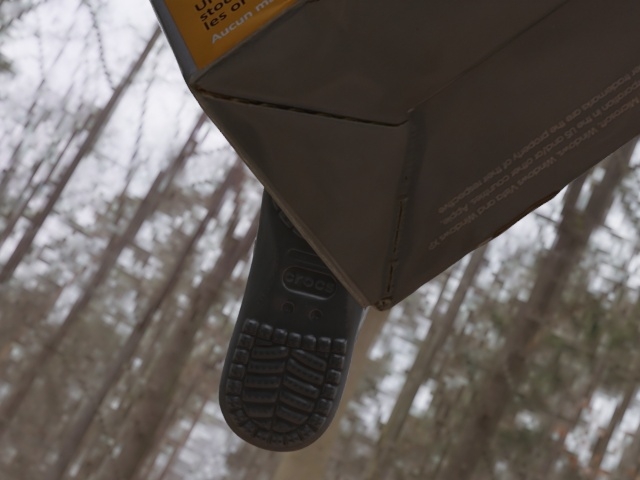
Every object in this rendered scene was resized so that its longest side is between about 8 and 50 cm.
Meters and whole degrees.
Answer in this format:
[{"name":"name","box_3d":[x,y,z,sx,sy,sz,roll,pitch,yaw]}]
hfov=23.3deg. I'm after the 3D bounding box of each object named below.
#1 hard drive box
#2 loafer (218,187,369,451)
[{"name":"hard drive box","box_3d":[0.030,-0.120,0.432,0.089,0.181,0.232,51,6,-39]},{"name":"loafer","box_3d":[0.000,0.000,0.926,0.094,0.251,0.087,23,-4,-3]}]
